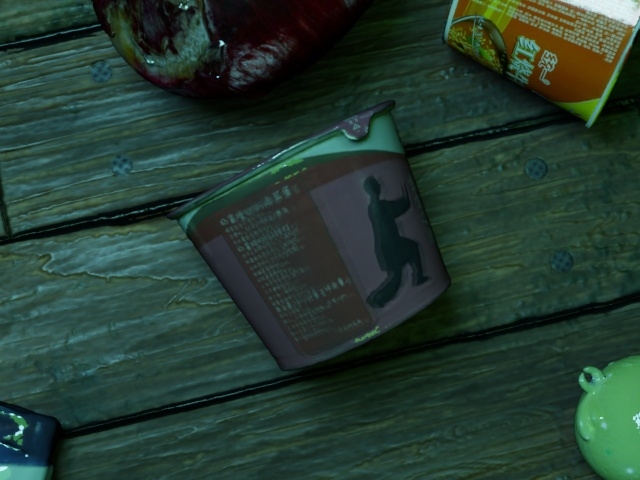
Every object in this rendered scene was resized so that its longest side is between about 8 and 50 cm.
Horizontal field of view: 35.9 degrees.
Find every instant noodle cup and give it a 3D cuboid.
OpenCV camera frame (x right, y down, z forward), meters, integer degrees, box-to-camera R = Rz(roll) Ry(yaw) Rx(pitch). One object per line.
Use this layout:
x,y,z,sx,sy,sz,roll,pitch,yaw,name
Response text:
0.000,0.000,0.904,0.235,0.235,0.178,-27,93,-6,instant noodle cup
0.227,-0.237,0.958,0.174,0.213,0.213,25,82,9,instant noodle cup

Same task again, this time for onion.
-0.062,-0.263,0.923,0.314,0.232,0.313,-21,51,27,onion

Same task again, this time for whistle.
0.360,0.211,0.929,0.294,0.141,0.141,34,82,1,whistle

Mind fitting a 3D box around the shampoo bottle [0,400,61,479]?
-0.350,0.324,0.906,0.134,0.078,0.359,15,82,3,shampoo bottle
